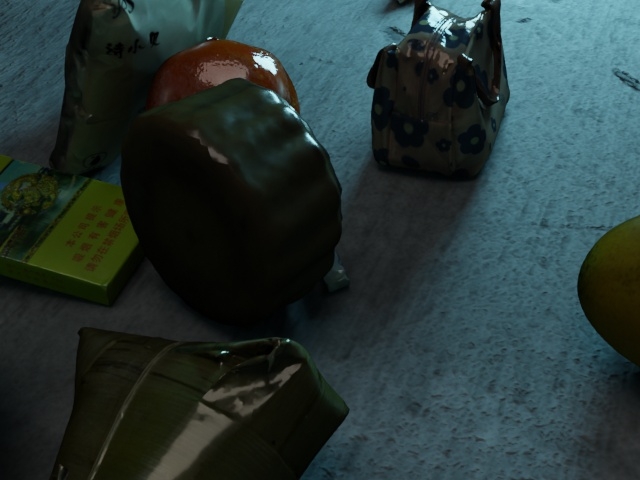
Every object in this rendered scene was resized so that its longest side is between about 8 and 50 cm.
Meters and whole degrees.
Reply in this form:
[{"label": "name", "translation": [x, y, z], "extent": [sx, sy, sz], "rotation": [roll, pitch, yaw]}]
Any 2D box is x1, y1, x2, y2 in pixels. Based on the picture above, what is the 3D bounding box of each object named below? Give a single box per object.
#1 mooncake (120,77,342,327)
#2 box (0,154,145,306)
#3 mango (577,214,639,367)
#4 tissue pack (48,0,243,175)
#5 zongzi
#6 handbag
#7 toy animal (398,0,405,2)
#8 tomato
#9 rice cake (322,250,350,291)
[{"label": "mooncake", "translation": [-0.105, -0.044, 1.042], "extent": [0.290, 0.290, 0.161], "rotation": [29, 46, 35]}, {"label": "box", "translation": [-0.404, -0.027, 1.212], "extent": [0.335, 0.047, 0.187], "rotation": [14, 46, 11]}, {"label": "mango", "translation": [0.461, 0.043, 0.893], "extent": [0.378, 0.221, 0.264], "rotation": [-6, 45, 19]}, {"label": "tissue pack", "translation": [-0.276, -0.313, 1.329], "extent": [0.195, 0.390, 0.375], "rotation": [35, 50, 0]}, {"label": "zongzi", "translation": [-0.228, 0.264, 0.826], "extent": [0.418, 0.181, 0.447], "rotation": [6, 45, 39]}, {"label": "handbag", "translation": [0.178, -0.240, 1.270], "extent": [0.190, 0.193, 0.251], "rotation": [12, 46, 17]}, {"label": "toy animal", "translation": [0.188, -0.507, 1.652], "extent": [0.082, 0.091, 0.114], "rotation": [22, 47, 12]}, {"label": "tomato", "translation": [-0.138, -0.171, 1.237], "extent": [0.232, 0.232, 0.189], "rotation": [-10, 61, -1]}, {"label": "rice cake", "translation": [0.000, 0.000, 1.157], "extent": [0.042, 0.030, 0.180], "rotation": [-21, 42, -5]}]
